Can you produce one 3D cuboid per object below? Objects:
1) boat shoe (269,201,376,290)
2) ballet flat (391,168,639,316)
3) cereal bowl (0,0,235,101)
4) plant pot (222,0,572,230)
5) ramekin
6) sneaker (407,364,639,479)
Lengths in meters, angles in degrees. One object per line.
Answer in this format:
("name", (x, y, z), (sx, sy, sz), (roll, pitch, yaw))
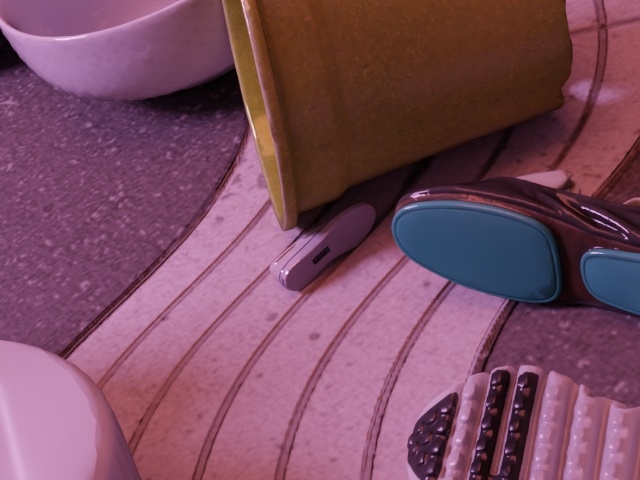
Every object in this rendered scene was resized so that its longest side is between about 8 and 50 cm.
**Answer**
("boat shoe", (0.000, 0.000, 1.330), (0.100, 0.035, 0.035), (-42, 43, -13))
("ballet flat", (0.192, 0.002, 1.189), (0.280, 0.095, 0.096), (15, 41, 27))
("cereal bowl", (-0.145, -0.248, 1.609), (0.339, 0.141, 0.339), (-17, 36, 13))
("plant pot", (0.061, -0.167, 1.343), (0.254, 0.276, 0.276), (-13, 37, -5))
("ramekin", (-0.248, 0.193, 1.104), (0.277, 0.135, 0.277), (-5, 39, 4))
("sneaker", (0.184, 0.145, 1.001), (0.292, 0.118, 0.110), (-1, 59, 38))
